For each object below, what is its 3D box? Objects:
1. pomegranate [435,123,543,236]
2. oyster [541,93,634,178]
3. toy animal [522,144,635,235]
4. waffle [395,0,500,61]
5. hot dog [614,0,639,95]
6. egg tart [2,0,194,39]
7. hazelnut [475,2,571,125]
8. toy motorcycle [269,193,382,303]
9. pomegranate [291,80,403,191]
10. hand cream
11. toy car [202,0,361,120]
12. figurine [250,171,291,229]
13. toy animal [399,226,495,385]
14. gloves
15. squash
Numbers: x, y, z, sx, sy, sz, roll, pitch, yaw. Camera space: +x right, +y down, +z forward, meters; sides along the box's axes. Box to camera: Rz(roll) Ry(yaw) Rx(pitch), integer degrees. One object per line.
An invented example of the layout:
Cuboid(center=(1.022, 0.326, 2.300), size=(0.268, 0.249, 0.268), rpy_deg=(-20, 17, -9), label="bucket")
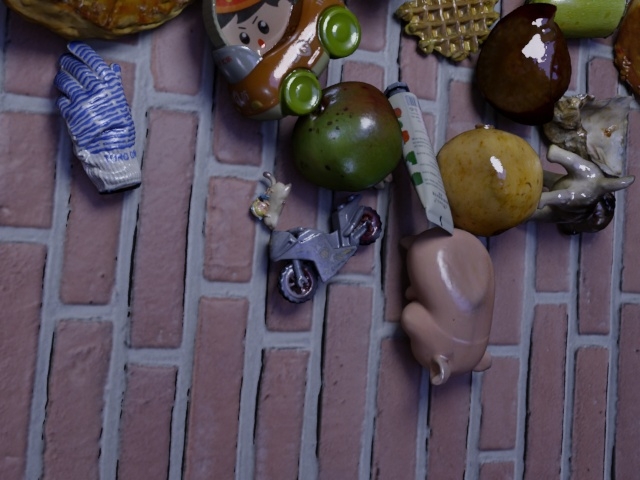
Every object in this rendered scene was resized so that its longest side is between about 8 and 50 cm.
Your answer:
Cuboid(center=(0.278, -0.110, 1.161), size=(0.196, 0.196, 0.196), rpy_deg=(1, 87, -20), label="pomegranate")
Cuboid(center=(0.499, -0.210, 1.300), size=(0.232, 0.107, 0.162), rpy_deg=(17, 76, -37), label="oyster")
Cuboid(center=(0.445, -0.082, 1.229), size=(0.168, 0.233, 0.121), rpy_deg=(10, 80, 15), label="toy animal")
Cuboid(center=(0.235, -0.404, 1.227), size=(0.160, 0.046, 0.192), rpy_deg=(41, 74, -15), label="waffle")
Cuboid(center=(0.663, -0.362, 1.328), size=(0.150, 0.153, 0.257), rpy_deg=(-30, 96, -15), label="hot dog")
Cuboid(center=(-0.268, -0.473, 0.897), size=(0.443, 0.443, 0.178), rpy_deg=(-36, 65, -18), label="egg tart")
Cuboid(center=(0.359, -0.308, 1.199), size=(0.160, 0.170, 0.202), rpy_deg=(18, 103, -20), label="hazelnut")
Cuboid(center=(0.000, 0.000, 1.109), size=(0.215, 0.080, 0.123), rpy_deg=(-41, 104, -22), label="toy motorcycle")
Cuboid(center=(0.056, -0.146, 1.095), size=(0.180, 0.179, 0.210), rpy_deg=(-56, 135, -14), label="pomegranate")
Cuboid(center=(0.157, -0.138, 1.123), size=(0.095, 0.059, 0.276), rpy_deg=(25, 44, -50), label="hand cream")
Cuboid(center=(-0.081, -0.306, 1.032), size=(0.235, 0.145, 0.235), rpy_deg=(-4, 97, -30), label="toy car")
Cuboid(center=(-0.081, -0.063, 1.100), size=(0.050, 0.047, 0.083), rpy_deg=(21, 88, -3), label="figurine")
Cuboid(center=(0.212, 0.102, 1.140), size=(0.166, 0.154, 0.250), rpy_deg=(-5, 92, -29), label="toy animal")
Cuboid(center=(-0.316, -0.177, 0.996), size=(0.119, 0.097, 0.229), rpy_deg=(-25, 92, -50), label="gloves")
Cuboid(center=(0.457, -0.429, 1.275), size=(0.186, 0.123, 0.123), rpy_deg=(-7, 90, -17), label="squash")
